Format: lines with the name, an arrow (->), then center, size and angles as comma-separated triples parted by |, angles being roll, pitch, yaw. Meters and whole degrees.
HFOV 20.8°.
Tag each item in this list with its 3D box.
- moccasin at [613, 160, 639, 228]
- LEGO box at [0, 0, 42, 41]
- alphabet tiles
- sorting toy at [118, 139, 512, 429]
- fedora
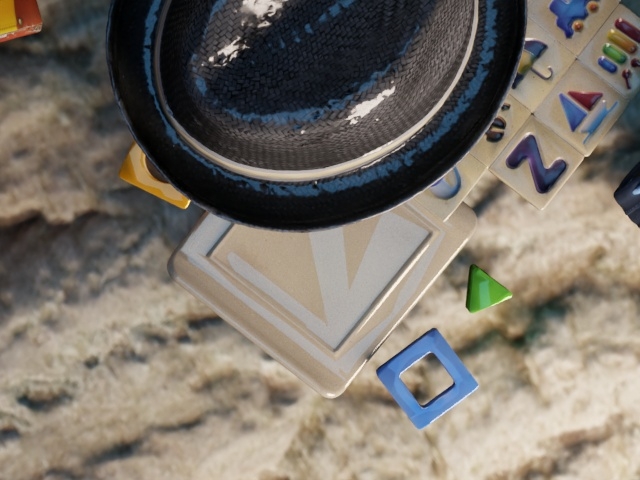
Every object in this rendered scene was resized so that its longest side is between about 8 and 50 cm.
moccasin -> 0.347, -0.142, 1.349 | 0.117, 0.138, 0.342 | 30, 98, 1
LEGO box -> -0.466, -0.339, 1.267 | 0.373, 0.193, 0.500 | -12, 99, 15
alphabet tiles -> 0.097, -0.194, 1.387 | 0.342, 0.011, 0.285 | 38, 91, -5
sorting toy -> 0.000, 0.000, 1.424 | 0.348, 0.047, 0.196 | 38, 94, -5
fedora -> 0.003, -0.160, 1.300 | 0.334, 0.152, 0.334 | 0, 94, -4
